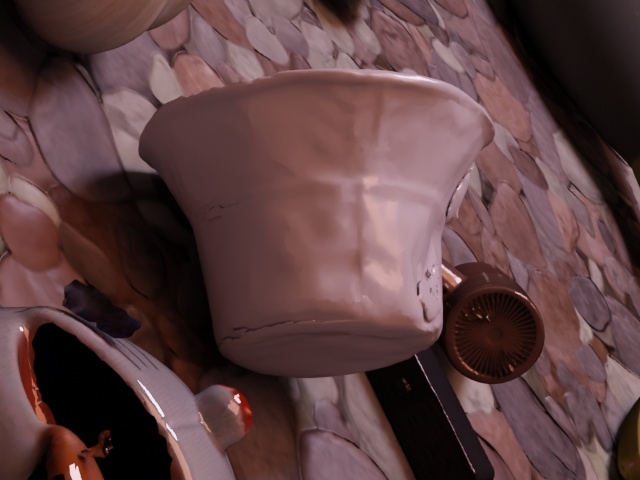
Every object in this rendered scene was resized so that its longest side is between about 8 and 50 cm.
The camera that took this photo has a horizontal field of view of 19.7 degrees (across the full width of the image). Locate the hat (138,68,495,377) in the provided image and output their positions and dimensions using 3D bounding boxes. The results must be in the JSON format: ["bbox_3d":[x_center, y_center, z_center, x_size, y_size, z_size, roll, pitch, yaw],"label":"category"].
[{"bbox_3d":[0.000,0.000,0.977,0.203,0.203,0.126,23,60,-51],"label":"hat"}]

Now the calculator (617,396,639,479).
[{"bbox_3d":[0.284,0.187,1.408,0.157,0.033,0.236,57,22,3],"label":"calculator"}]

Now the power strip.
[{"bbox_3d":[0.061,0.101,1.093,0.029,0.038,0.111,4,55,-59],"label":"power strip"}]

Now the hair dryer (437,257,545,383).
[{"bbox_3d":[0.056,0.013,1.155,0.181,0.064,0.117,38,5,-8],"label":"hair dryer"}]

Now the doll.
[{"bbox_3d":[-0.131,0.099,0.602,0.215,0.161,0.257,46,23,15],"label":"doll"}]

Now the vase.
[{"bbox_3d":[0.298,-0.138,1.682,0.173,0.173,0.321,9,57,-59],"label":"vase"}]

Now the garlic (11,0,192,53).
[{"bbox_3d":[-0.095,-0.218,0.972,0.199,0.226,0.199,49,22,-28],"label":"garlic"}]
